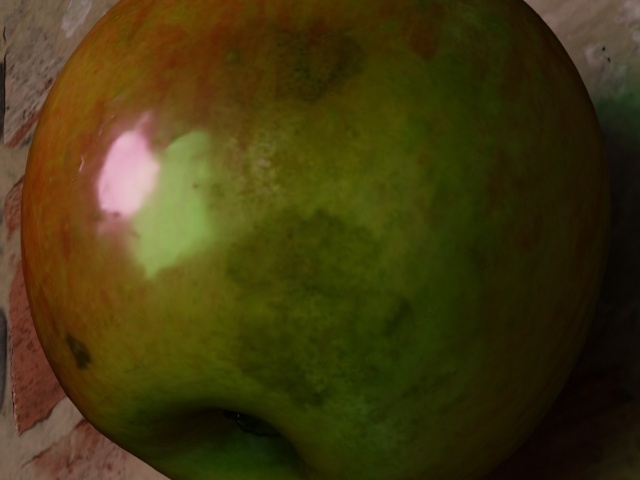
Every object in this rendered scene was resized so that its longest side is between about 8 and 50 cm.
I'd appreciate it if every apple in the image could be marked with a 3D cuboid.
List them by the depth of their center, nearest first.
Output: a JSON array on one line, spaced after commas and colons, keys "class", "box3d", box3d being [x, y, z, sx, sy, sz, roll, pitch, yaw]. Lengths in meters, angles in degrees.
[{"class": "apple", "box3d": [0.000, 0.000, 0.783, 0.340, 0.340, 0.339, -26, 54, 42]}]
